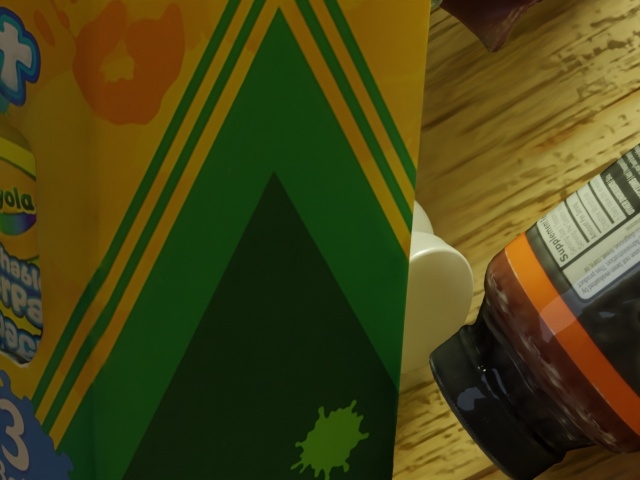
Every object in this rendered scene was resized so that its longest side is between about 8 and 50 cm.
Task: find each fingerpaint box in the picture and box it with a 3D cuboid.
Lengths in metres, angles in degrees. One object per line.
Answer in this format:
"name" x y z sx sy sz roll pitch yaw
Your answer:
"fingerpaint box" -0.156 -0.069 0.746 0.445 0.163 0.371 34 131 43

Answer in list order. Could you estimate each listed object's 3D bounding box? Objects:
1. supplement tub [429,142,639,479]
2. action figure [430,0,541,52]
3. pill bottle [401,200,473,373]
"supplement tub" 0.142 0.017 0.651 0.198 0.106 0.106 -39 47 13
"action figure" 0.018 -0.256 0.845 0.276 0.248 0.370 -54 55 24
"pill bottle" 0.000 0.000 0.779 0.087 0.087 0.160 -53 46 -2
